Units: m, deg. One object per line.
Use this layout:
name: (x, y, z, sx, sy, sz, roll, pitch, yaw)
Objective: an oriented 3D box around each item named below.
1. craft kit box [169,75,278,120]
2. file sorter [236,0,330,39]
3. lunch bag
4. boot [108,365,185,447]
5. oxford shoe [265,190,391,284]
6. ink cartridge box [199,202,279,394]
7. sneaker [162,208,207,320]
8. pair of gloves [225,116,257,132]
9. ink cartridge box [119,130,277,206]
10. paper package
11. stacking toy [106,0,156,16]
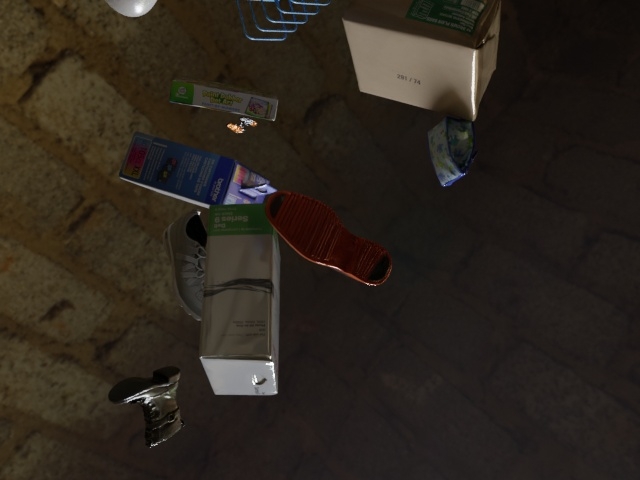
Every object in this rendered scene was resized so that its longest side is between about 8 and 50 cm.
craft kit box: (-0.234, -0.355, 1.619, 0.246, 0.061, 0.250, 11, -165, -10)
file sorter: (-0.077, -0.488, 1.320, 0.170, 0.118, 0.104, -19, 86, 51)
lunch bag: (0.337, -0.225, 1.672, 0.096, 0.151, 0.129, 1, 170, -12)
boot: (-0.513, 0.518, 1.971, 0.091, 0.229, 0.263, 16, -162, 40)
oxford shoe: (0.000, 0.000, 1.159, 0.271, 0.097, 0.098, 35, 168, -29)
ink cartridge box: (-0.136, 0.109, 1.170, 0.121, 0.289, 0.211, -1, 150, -1)
sneaker: (-0.271, 0.056, 1.452, 0.105, 0.115, 0.281, -1, -126, -47)
pair of gloves: (-0.247, -0.365, 2.067, 0.074, 0.083, 0.010, 20, -125, -51)
ink cartridge box: (-0.328, -0.170, 1.894, 0.395, 0.151, 0.270, 19, 179, 17)
paper package: (0.241, -0.461, 1.555, 0.325, 0.168, 0.309, 20, 165, 19)
stacking toy: (-0.360, -0.635, 1.119, 0.350, 0.350, 0.480, -148, 51, -60)
